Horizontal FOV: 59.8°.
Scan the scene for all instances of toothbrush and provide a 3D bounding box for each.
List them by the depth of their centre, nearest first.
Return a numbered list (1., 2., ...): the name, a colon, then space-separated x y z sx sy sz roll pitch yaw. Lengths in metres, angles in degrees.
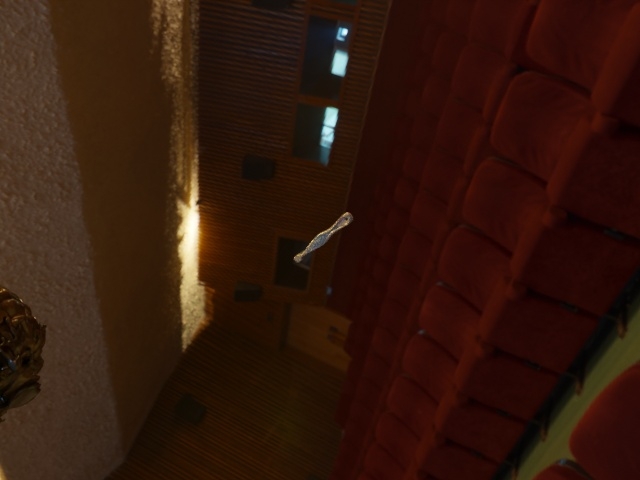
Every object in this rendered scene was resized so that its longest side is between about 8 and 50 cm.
1. toothbrush: 0.000 0.000 0.647 0.017 0.014 0.162 -46 3 -27

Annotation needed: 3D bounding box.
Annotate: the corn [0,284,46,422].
1. corn: -0.347 0.028 0.418 0.115 0.318 0.115 -58 0 0
